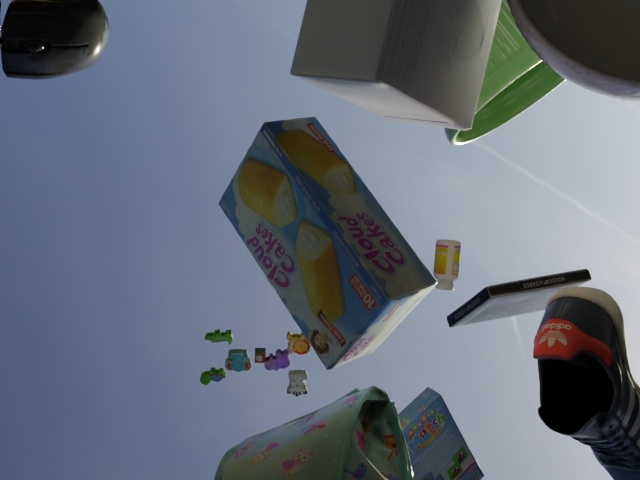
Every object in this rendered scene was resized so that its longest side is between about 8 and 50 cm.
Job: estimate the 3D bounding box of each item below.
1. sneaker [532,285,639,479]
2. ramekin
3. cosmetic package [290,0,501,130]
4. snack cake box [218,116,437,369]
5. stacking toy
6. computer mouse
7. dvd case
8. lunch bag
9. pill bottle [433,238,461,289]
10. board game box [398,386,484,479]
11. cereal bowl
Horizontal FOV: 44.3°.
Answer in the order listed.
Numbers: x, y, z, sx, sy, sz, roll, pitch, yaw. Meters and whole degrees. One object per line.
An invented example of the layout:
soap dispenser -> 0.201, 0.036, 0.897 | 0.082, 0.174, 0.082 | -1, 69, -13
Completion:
sneaker -> 0.365, 0.237, 1.045 | 0.148, 0.131, 0.350 | -46, -66, -40
ramekin -> 0.304, -0.307, 1.316 | 0.303, 0.303, 0.148 | -20, -106, -53
cosmetic package -> 0.102, -0.275, 0.966 | 0.138, 0.224, 0.225 | 14, -179, 37
snack cake box -> 0.000, 0.000, 0.941 | 0.089, 0.152, 0.264 | -14, -119, -43
stacking toy -> -0.128, 0.243, 1.582 | 0.221, 0.052, 0.167 | 2, -157, -3
computer mouse -> -0.401, -0.288, 1.164 | 0.072, 0.188, 0.272 | 27, -144, 19
dvd case -> 0.394, 0.117, 1.573 | 0.239, 0.179, 0.029 | -7, -112, -21
lunch bag -> -0.013, 0.308, 0.937 | 0.160, 0.223, 0.262 | 48, -152, -23
pill bottle -> 0.214, 0.041, 1.334 | 0.043, 0.083, 0.043 | 5, -176, 0
board game box -> 0.166, 0.363, 1.270 | 0.039, 0.160, 0.211 | 27, 151, 55
cereal bowl -> 0.382, -0.312, 0.916 | 0.339, 0.339, 0.141 | 43, 180, 17
